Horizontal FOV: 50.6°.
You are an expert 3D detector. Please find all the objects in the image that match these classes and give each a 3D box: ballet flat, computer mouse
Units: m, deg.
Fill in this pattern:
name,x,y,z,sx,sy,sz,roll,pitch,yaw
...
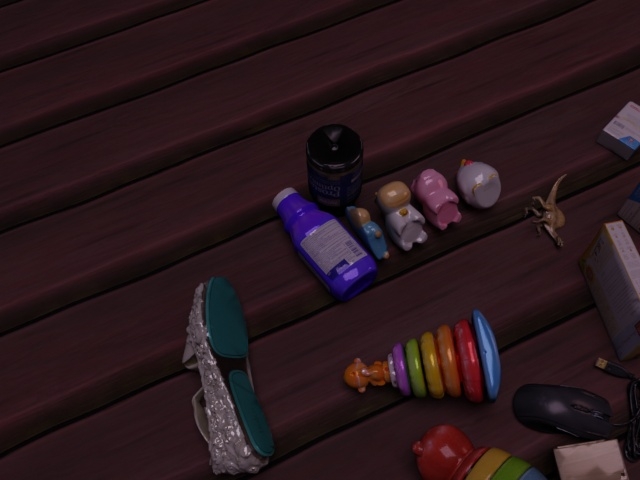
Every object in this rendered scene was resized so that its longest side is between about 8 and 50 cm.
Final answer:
name,x,y,z,sx,sy,sz,roll,pitch,yaw
ballet flat,-0.208,0.265,1.334,0.147,0.147,0.409,-15,61,-6
computer mouse,0.521,0.303,1.324,0.262,0.060,0.184,16,64,10

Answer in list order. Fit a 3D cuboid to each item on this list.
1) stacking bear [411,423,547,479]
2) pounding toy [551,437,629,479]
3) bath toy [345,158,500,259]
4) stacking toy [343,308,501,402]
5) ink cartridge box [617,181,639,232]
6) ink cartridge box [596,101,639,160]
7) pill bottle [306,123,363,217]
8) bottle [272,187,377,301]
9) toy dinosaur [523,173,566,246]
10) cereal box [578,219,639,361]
name,x,y,z,sx,sy,sz,roll,pitch,yaw
stacking bear,0.296,0.441,1.202,0.289,0.164,0.175,33,34,30
pounding toy,0.499,0.418,1.229,0.130,0.141,0.100,-14,71,13
bath toy,0.235,-0.092,1.517,0.348,0.151,0.129,-24,33,-13
stacking toy,0.193,0.249,1.327,0.302,0.166,0.175,-11,72,9
ink cartridge box,0.771,-0.048,1.460,0.086,0.148,0.203,-35,66,-17
ink cartridge box,0.745,-0.265,1.635,0.088,0.052,0.122,40,71,20
pill bottle,0.032,-0.145,1.494,0.123,0.219,0.123,-1,61,2
bottle,0.000,0.000,1.488,0.118,0.092,0.283,-35,66,-15
toy dinosaur,0.516,-0.068,1.544,0.092,0.053,0.183,11,68,-10
cereal box,0.609,0.104,1.368,0.047,0.173,0.240,-10,62,-5
